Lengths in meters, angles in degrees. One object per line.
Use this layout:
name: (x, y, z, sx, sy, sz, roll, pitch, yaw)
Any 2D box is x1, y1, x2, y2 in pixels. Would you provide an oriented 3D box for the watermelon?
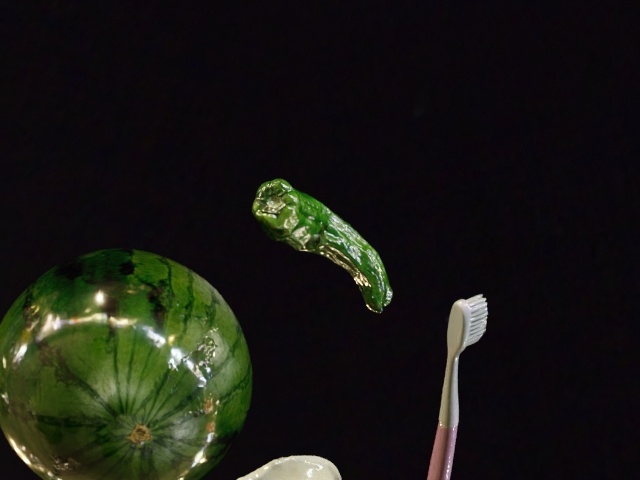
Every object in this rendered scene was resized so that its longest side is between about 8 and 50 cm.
watermelon: (-0.182, 0.124, 1.271, 0.242, 0.242, 0.242, 6, -56, 9)

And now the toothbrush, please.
toothbrush: (0.095, 0.150, 1.043, 0.025, 0.020, 0.286, -18, -45, -26)

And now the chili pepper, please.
chili pepper: (-0.001, -0.002, 1.240, 0.050, 0.073, 0.182, -50, -51, 5)

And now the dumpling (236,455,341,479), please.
dumpling: (-0.071, 0.512, 2.001, 0.316, 0.233, 0.395, 2, -88, -20)
